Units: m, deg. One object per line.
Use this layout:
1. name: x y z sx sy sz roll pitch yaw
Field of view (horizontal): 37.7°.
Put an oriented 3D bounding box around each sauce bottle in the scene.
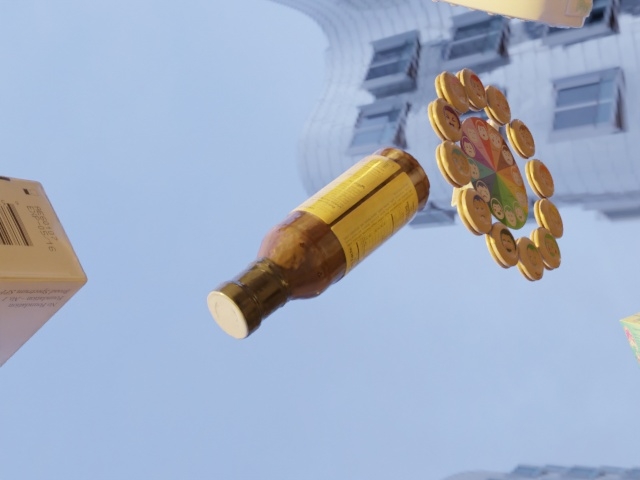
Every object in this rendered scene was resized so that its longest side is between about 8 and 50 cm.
1. sauce bottle: 0.000 0.000 1.193 0.344 0.111 0.111 -36 -68 -34

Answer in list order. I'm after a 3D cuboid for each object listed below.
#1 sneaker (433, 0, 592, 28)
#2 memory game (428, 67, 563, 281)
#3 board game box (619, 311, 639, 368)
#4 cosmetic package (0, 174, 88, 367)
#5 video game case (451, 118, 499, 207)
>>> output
1. sneaker: 0.051 -0.280 0.744 0.135 0.365 0.150 -31 -43 -67
2. memory game: 0.145 -0.055 0.750 0.186 0.012 0.186 30 -133 -39
3. board game box: 0.373 0.123 1.004 0.181 0.043 0.092 21 -133 -81
4. cosmetic package: -0.358 0.079 0.779 0.160 0.309 0.113 4 -131 -57
5. video game case: 0.187 -0.093 1.134 0.011 0.122 0.087 12 -101 -7
